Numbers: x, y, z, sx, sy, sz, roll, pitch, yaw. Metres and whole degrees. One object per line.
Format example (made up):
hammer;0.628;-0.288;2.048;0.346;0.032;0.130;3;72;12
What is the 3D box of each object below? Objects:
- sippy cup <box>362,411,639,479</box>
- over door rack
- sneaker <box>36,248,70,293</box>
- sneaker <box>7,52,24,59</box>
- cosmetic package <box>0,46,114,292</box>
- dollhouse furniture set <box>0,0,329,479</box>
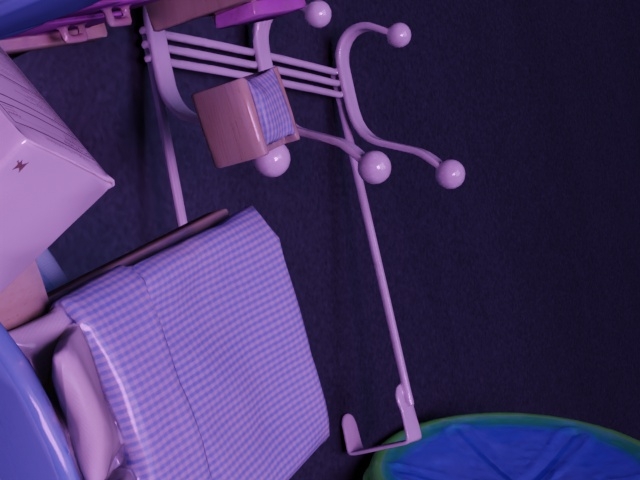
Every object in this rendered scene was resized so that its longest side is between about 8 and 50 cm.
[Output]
sippy cup;0.150;0.275;0.864;0.305;0.240;0.224;-5;105;-19
over door rack;0.000;0.000;0.743;0.239;0.108;0.324;0;88;-56
sneaker;-0.089;0.139;0.570;0.150;0.135;0.366;-57;134;-38
sneaker;-0.223;-0.099;0.437;0.283;0.107;0.124;-41;111;-58
cosmetic package;-0.183;0.026;0.339;0.099;0.239;0.060;49;5;19
dollhouse furniture set;-0.001;-0.007;0.472;0.286;0.198;0.303;-30;105;-60
